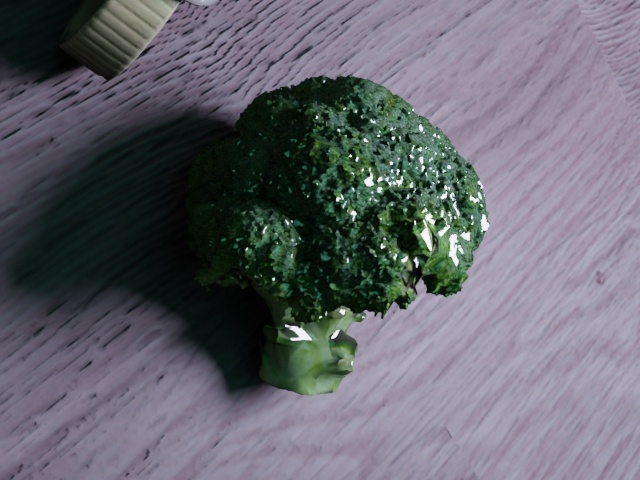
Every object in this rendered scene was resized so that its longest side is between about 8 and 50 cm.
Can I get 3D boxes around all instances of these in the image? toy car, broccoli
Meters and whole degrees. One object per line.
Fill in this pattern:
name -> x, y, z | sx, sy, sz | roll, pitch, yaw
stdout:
toy car -> -0.116, -0.222, 0.666 | 0.145, 0.235, 0.235 | 33, 66, -25
broccoli -> 0.000, 0.000, 0.711 | 0.270, 0.270, 0.270 | -3, 116, -34
